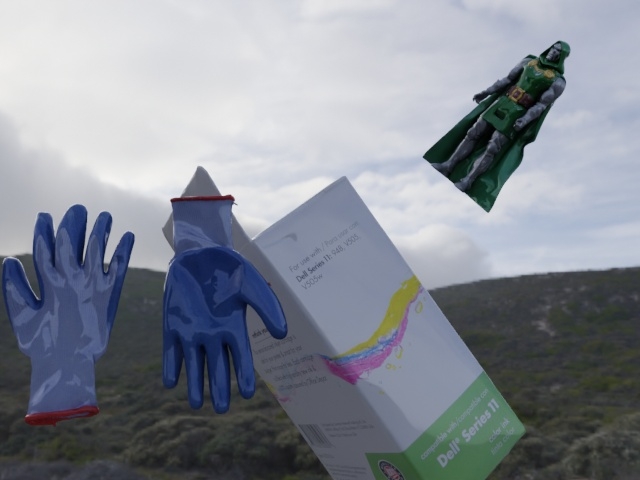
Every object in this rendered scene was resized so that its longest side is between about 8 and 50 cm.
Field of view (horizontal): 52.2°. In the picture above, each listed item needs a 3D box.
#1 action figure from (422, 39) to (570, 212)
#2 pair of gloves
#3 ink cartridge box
[{"bbox_3d":[0.250,-0.169,0.877,0.137,0.232,0.063,46,15,29],"label":"action figure"},{"bbox_3d":[-0.124,0.045,0.461,0.198,0.159,0.023,-5,-13,-2],"label":"pair of gloves"},{"bbox_3d":[0.005,0.079,0.635,0.119,0.353,0.207,-36,0,-28],"label":"ink cartridge box"}]
